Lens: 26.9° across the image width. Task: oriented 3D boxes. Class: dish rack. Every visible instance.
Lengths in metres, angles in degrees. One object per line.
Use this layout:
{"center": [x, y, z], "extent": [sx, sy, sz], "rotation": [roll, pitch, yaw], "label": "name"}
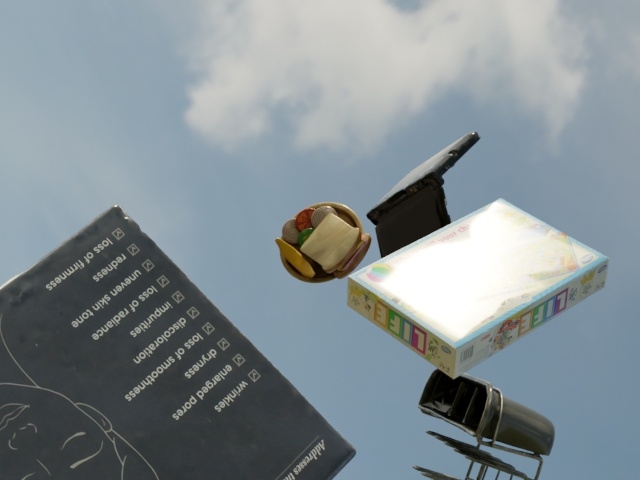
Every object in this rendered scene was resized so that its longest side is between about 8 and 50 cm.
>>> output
{"center": [0.100, 0.245, 1.072], "extent": [0.074, 0.271, 0.208], "rotation": [20, -3, -6], "label": "dish rack"}

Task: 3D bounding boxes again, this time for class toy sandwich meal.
{"center": [0.000, 0.000, 1.147], "extent": [0.085, 0.085, 0.029], "rotation": [36, -9, 31], "label": "toy sandwich meal"}

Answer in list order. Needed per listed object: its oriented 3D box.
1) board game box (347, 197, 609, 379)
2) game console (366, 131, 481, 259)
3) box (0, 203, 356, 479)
{"center": [0.109, 0.028, 0.923], "extent": [0.103, 0.154, 0.026], "rotation": [34, -43, 38], "label": "board game box"}
{"center": [0.099, -0.025, 1.186], "extent": [0.071, 0.107, 0.122], "rotation": [50, -30, -5], "label": "game console"}
{"center": [-0.301, 0.299, 1.758], "extent": [0.472, 0.480, 0.297], "rotation": [45, -35, 6], "label": "box"}
